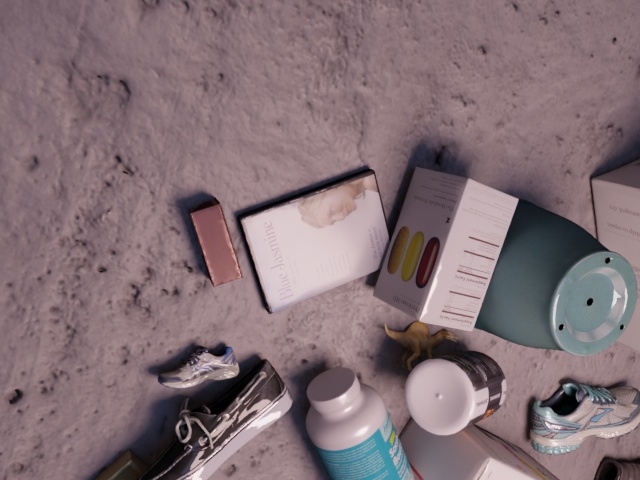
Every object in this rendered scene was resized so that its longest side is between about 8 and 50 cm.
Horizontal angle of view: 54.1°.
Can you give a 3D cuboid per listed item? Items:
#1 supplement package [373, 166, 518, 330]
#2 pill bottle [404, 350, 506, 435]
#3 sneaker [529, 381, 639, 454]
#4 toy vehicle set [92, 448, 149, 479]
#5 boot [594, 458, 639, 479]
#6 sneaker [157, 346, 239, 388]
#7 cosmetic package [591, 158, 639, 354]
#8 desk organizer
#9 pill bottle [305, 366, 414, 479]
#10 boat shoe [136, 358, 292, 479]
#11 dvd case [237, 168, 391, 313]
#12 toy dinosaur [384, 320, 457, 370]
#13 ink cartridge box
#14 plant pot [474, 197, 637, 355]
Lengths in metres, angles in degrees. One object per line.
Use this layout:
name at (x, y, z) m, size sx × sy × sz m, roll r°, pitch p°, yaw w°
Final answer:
supplement package at (0.214, 0.015, 1.087) m, size 0.133 × 0.139 × 0.244 m, roll 15°, pitch 95°, yaw -34°
pill bottle at (0.261, 0.270, 1.147) m, size 0.245 × 0.130 × 0.131 m, roll 8°, pitch 102°, yaw -57°
sneaker at (0.579, 0.361, 1.350) m, size 0.282 × 0.110 × 0.122 m, roll -16°, pitch 105°, yaw -17°
toy vehicle set at (-0.303, 0.501, 1.074) m, size 0.166 × 0.035 × 0.267 m, roll -40°, pitch 114°, yaw -8°
boot at (0.738, 0.678, 1.501) m, size 0.222 × 0.118 × 0.338 m, roll 1°, pitch 92°, yaw -19°
sneaker at (-0.204, 0.206, 1.038) m, size 0.135 × 0.052 × 0.058 m, roll -9°, pitch 96°, yaw -27°
cosmetic package at (0.792, 0.030, 1.230) m, size 0.329 × 0.327 × 0.394 m, roll -23°, pitch 112°, yaw -15°
desk organizer at (-0.168, 0.004, 0.997) m, size 0.050 × 0.047 × 0.130 m, roll -19°, pitch 109°, yaw -14°
pill bottle at (0.065, 0.359, 1.123) m, size 0.146 × 0.146 × 0.264 m, roll -28°, pitch 112°, yaw -13°
boat shoe at (-0.189, 0.311, 1.026) m, size 0.306 × 0.113 × 0.105 m, roll -33°, pitch 105°, yaw -17°
dvd case at (0.000, 0.000, 1.076) m, size 0.253 × 0.022 × 0.180 m, roll -21°, pitch 110°, yaw -15°
toy dinosaur at (0.176, 0.199, 1.190) m, size 0.183 × 0.053 × 0.093 m, roll 9°, pitch 85°, yaw -31°
ink cartridge box at (0.329, 0.458, 1.210) m, size 0.306 × 0.226 × 0.131 m, roll 30°, pitch 92°, yaw -26°
plant pot at (0.402, 0.079, 1.127) m, size 0.271 × 0.255 × 0.272 m, roll -6°, pitch 106°, yaw -20°
